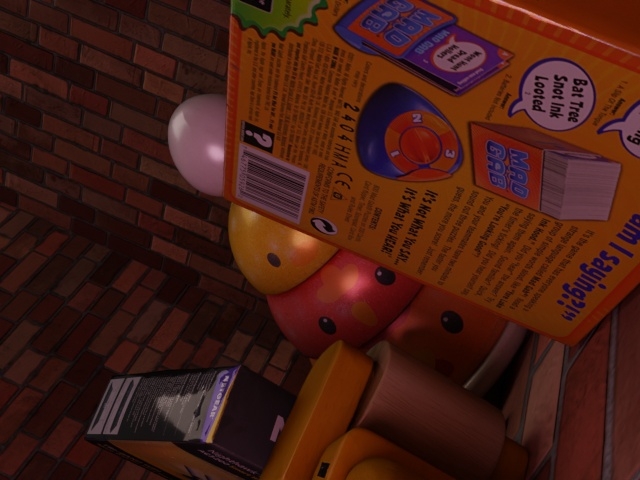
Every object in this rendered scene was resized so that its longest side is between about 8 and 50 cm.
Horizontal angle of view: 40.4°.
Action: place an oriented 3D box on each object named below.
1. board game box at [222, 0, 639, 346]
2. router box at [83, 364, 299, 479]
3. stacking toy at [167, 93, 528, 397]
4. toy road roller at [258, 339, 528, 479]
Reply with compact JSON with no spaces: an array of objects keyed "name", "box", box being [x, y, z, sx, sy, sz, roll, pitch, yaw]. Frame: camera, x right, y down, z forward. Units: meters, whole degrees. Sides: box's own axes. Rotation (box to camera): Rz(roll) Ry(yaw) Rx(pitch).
[{"name":"board game box","box":[0.156,-0.190,0.728,0.356,0.356,0.356,105,-170,-61]},{"name":"router box","box":[-0.056,0.236,0.922,0.243,0.309,0.081,-14,49,48]},{"name":"stacking toy","box":[0.000,0.000,1.084,0.350,0.480,0.350,-42,24,23]},{"name":"toy road roller","box":[0.070,0.222,0.679,0.240,0.202,0.329,-48,13,54]}]
